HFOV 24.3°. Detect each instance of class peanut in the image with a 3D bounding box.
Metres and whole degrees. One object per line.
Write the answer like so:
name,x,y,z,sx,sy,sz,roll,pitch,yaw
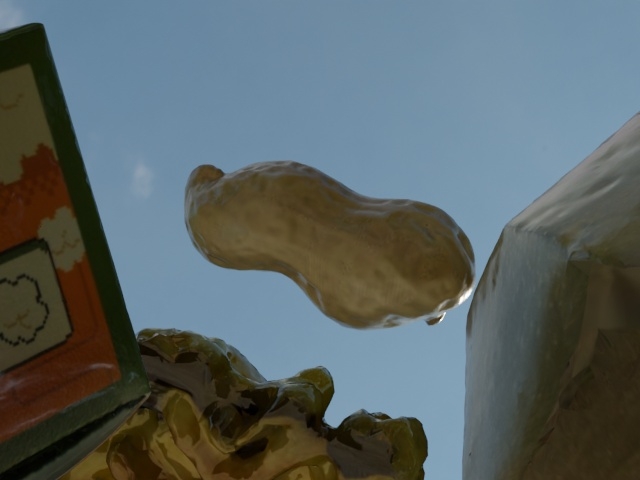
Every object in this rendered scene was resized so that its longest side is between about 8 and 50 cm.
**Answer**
peanut,0.000,0.000,1.192,0.263,0.101,0.117,22,-80,19

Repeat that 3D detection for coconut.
coconut,0.239,0.088,0.842,0.353,0.352,0.352,9,-57,15

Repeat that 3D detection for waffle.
waffle,-0.039,0.185,0.665,0.329,0.062,0.329,6,-76,27

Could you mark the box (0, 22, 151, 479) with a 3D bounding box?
box,-0.196,0.026,0.501,0.195,0.177,0.148,-2,-71,43
